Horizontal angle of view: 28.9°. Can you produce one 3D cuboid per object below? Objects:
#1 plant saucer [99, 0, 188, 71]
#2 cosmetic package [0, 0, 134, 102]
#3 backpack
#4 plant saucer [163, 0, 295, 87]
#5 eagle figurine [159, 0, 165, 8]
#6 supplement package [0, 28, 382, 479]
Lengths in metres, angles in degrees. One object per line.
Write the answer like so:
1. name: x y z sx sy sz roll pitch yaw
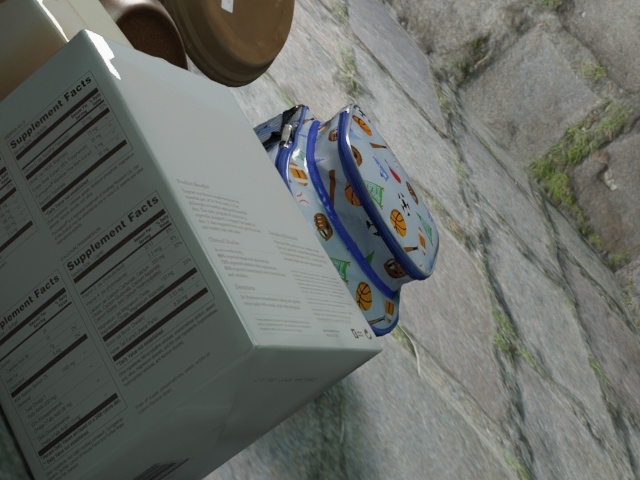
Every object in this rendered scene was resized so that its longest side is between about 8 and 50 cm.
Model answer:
1. plant saucer: -0.183 -0.157 1.204 0.199 0.036 0.198 -12 104 -60
2. cosmetic package: -0.302 -0.211 1.020 0.296 0.153 0.129 52 17 2
3. backpack: 0.000 0.000 1.306 0.276 0.213 0.263 51 28 -16
4. plant saucer: -0.104 -0.325 1.503 0.278 0.041 0.277 4 86 -61
5. eagle figurine: -0.203 -0.354 1.550 0.226 0.225 0.298 18 47 18
6. supplement package: -0.130 0.024 0.921 0.262 0.198 0.199 60 20 19
